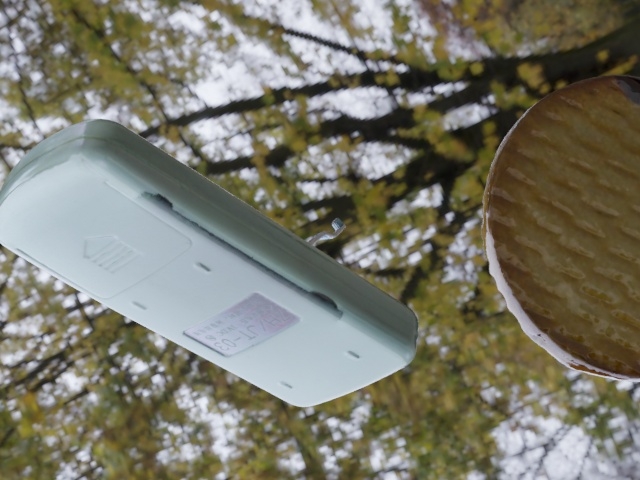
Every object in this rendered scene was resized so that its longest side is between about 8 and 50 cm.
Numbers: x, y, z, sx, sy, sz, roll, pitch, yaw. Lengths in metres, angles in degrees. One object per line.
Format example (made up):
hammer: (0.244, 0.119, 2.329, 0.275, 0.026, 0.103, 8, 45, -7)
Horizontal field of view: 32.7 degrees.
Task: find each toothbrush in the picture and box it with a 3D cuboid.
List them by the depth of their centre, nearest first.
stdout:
toothbrush: (0.000, 0.000, 1.190, 0.017, 0.014, 0.162, 52, -157, -1)

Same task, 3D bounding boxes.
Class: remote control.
remote control: (-0.077, 0.025, 0.746, 0.296, 0.140, 0.056, 33, -135, -29)

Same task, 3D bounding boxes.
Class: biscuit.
biscuit: (0.314, -0.013, 1.108, 0.040, 0.317, 0.318, 133, 115, -75)
